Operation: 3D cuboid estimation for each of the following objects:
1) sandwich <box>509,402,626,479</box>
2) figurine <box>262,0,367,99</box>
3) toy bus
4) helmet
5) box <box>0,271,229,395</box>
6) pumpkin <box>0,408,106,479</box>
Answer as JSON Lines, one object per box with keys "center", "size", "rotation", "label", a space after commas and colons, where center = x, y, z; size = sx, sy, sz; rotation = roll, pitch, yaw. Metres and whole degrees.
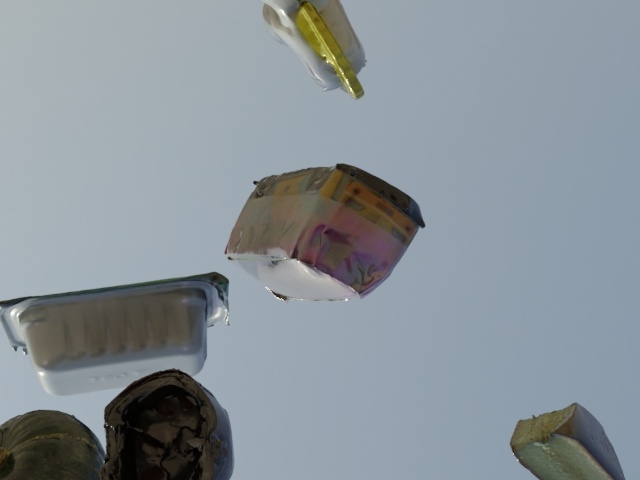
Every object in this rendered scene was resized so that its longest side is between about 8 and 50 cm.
{"center": [0.336, 0.286, 2.141], "size": [0.094, 0.258, 0.096], "rotation": [-24, -127, 19], "label": "sandwich"}
{"center": [-0.014, -0.190, 1.306], "size": [0.109, 0.178, 0.129], "rotation": [-33, -137, -10], "label": "figurine"}
{"center": [0.000, 0.000, 2.300], "size": [0.162, 0.171, 0.386], "rotation": [-63, -162, -12], "label": "toy bus"}
{"center": [-0.104, 0.157, 1.144], "size": [0.098, 0.070, 0.123], "rotation": [-20, -119, 20], "label": "helmet"}
{"center": [-0.295, 0.150, 2.322], "size": [0.336, 0.264, 0.106], "rotation": [-8, -110, -5], "label": "box"}
{"center": [-0.321, 0.278, 1.771], "size": [0.190, 0.146, 0.190], "rotation": [-44, -166, 14], "label": "pumpkin"}
